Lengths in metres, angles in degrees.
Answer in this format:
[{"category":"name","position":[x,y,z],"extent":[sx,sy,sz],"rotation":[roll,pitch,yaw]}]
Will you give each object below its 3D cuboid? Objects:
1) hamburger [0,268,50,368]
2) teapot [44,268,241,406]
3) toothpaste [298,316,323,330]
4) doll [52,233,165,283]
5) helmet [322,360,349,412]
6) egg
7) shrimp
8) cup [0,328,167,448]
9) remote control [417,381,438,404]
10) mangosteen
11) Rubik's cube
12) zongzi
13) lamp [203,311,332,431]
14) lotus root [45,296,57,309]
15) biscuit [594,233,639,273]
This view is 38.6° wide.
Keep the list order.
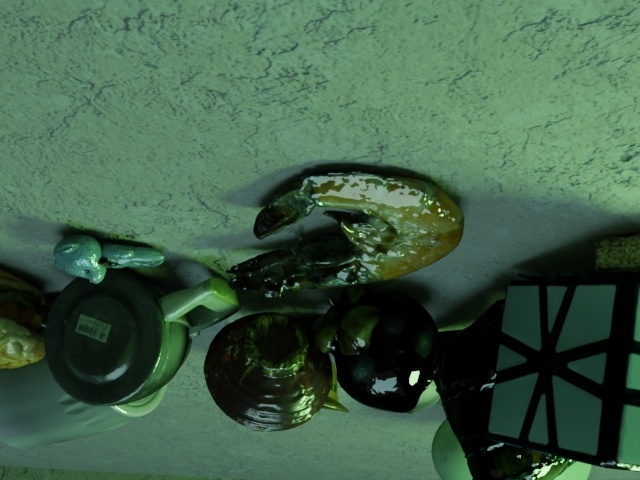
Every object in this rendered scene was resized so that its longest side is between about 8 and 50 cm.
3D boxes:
[{"category":"hamburger","position":[-0.610,0.145,1.702],"extent":[0.209,0.162,0.330],"rotation":[-3,153,9]},{"category":"teapot","position":[-0.319,0.145,1.670],"extent":[0.239,0.321,0.239],"rotation":[39,-173,19]},{"category":"toothpaste","position":[-0.067,0.191,1.864],"extent":[0.248,0.047,0.078],"rotation":[-13,157,37]},{"category":"doll","position":[-0.355,0.039,1.524],"extent":[0.180,0.075,0.120],"rotation":[12,158,-17]},{"category":"helmet","position":[-0.046,0.275,1.925],"extent":[0.205,0.140,0.257],"rotation":[24,161,-39]},{"category":"egg","position":[0.468,0.524,2.243],"extent":[0.389,0.276,0.276],"rotation":[3,156,0]},{"category":"shrimp","position":[0.000,0.000,1.383],"extent":[0.445,0.085,0.272],"rotation":[-19,142,37]},{"category":"cup","position":[-0.515,0.293,1.909],"extent":[0.371,0.253,0.253],"rotation":[-15,150,33]},{"category":"remote control","position":[0.157,0.326,2.035],"extent":[0.221,0.103,0.332],"rotation":[6,164,9]},{"category":"mangosteen","position":[0.102,0.190,1.646],"extent":[0.243,0.243,0.243],"rotation":[3,156,1]},{"category":"Rubik's cube","position":[0.467,0.210,1.441],"extent":[0.283,0.293,0.288],"rotation":[11,171,-27]},{"category":"zongzi","position":[0.312,0.282,1.716],"extent":[0.319,0.383,0.362],"rotation":[-29,-173,-19]},{"category":"lamp","position":[-0.094,0.238,1.696],"extent":[0.247,0.247,0.247],"rotation":[3,156,1]},{"category":"lotus root","position":[-0.505,0.144,1.802],"extent":[0.150,0.062,0.073],"rotation":[-10,153,32]},{"category":"biscuit","position":[0.494,0.021,1.358],"extent":[0.168,0.070,0.082],"rotation":[-9,154,34]}]
